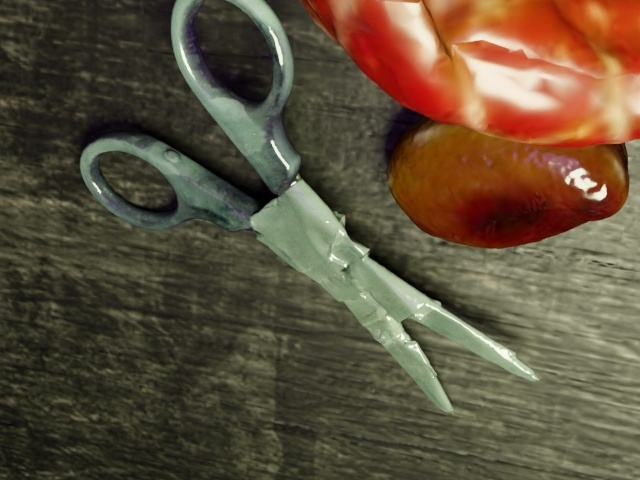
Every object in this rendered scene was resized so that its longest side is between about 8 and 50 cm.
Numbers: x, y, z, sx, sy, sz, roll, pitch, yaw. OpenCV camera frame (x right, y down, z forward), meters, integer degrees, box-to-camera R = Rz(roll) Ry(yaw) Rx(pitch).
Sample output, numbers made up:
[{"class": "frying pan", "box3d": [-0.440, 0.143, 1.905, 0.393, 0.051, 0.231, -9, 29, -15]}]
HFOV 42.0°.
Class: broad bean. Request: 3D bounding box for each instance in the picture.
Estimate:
[{"class": "broad bean", "box3d": [0.128, -0.047, 0.587, 0.165, 0.084, 0.114, -13, 106, 27]}]

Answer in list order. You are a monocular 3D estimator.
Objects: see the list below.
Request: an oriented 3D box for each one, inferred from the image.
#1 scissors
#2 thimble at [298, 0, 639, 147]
[{"class": "scissors", "box3d": [0.000, 0.000, 0.637, 0.383, 0.029, 0.256, 41, 133, -5]}, {"class": "thimble", "box3d": [0.126, -0.224, 0.393, 0.349, 0.231, 0.350, -4, 115, -9]}]
